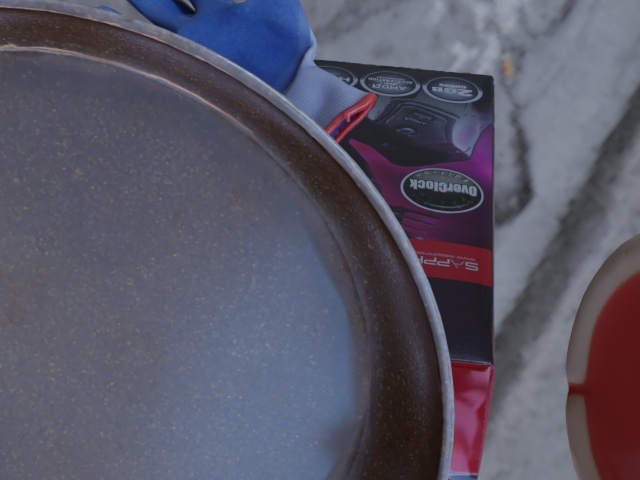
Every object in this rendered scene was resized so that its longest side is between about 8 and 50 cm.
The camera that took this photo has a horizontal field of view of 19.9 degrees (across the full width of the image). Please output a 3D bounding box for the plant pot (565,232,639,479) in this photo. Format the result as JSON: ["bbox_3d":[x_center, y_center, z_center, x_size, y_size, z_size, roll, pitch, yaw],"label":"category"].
[{"bbox_3d":[0.292,0.090,1.046,0.243,0.275,0.275,0,122,-27],"label":"plant pot"}]

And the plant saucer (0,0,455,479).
[{"bbox_3d":[-0.106,0.053,0.672,0.310,0.050,0.310,2,115,3],"label":"plant saucer"}]

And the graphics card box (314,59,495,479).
[{"bbox_3d":[0.000,0.000,1.220,0.233,0.371,0.094,5,122,3],"label":"graphics card box"}]

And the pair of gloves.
[{"bbox_3d":[-0.078,-0.045,0.812,0.198,0.159,0.023,-45,144,-4],"label":"pair of gloves"}]
